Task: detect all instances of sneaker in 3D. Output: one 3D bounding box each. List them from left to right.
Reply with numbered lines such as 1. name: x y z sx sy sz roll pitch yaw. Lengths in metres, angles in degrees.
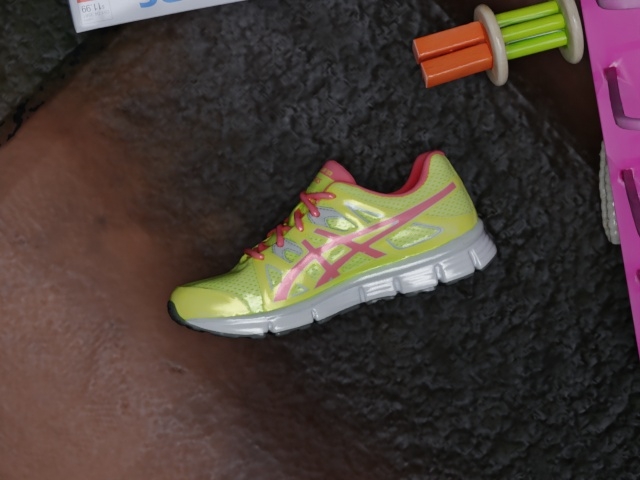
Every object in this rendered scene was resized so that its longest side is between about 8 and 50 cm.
1. sneaker: 0.000 0.000 1.125 0.209 0.081 0.094 -18 99 -11

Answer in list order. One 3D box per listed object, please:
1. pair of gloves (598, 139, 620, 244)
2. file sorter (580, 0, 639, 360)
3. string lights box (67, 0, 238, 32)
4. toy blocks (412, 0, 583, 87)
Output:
1. pair of gloves: 0.289 -0.103 1.156 0.204 0.042 0.240 3 104 -9
2. file sorter: 0.270 -0.034 1.048 0.202 0.182 0.290 -9 106 10
3. string lights box: -0.104 -0.262 1.038 0.133 0.077 0.259 -12 105 -7
4. toy blocks: 0.077 -0.150 1.106 0.148 0.054 0.123 -14 105 -5
